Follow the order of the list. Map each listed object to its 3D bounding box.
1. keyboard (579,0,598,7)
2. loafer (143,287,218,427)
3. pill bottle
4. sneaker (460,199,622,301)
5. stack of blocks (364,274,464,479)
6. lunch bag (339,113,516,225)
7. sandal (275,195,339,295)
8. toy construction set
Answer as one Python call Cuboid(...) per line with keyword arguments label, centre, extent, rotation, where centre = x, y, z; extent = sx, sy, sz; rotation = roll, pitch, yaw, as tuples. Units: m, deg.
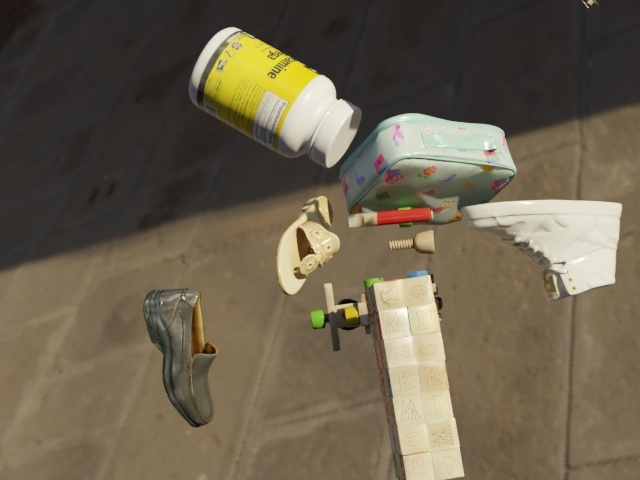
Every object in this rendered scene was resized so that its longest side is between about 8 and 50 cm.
Cuboid(label="keyboard", centre=(0.469, -0.550, 2.070), extent=(0.201, 0.317, 0.033), rotation=(-56, -2, -21))
Cuboid(label="loafer", centre=(-0.143, 0.132, 1.230), extent=(0.061, 0.170, 0.062), rotation=(-10, 23, 15))
Cuboid(label="pill bottle", centre=(-0.091, -0.291, 2.304), extent=(0.334, 0.188, 0.188), rotation=(30, 63, 12))
Cuboid(label="sneaker", centre=(0.370, 0.018, 1.835), extent=(0.292, 0.169, 0.108), rotation=(1, 0, -18))
Cuboid(label="stack of blocks", centre=(0.138, 0.210, 1.678), extent=(0.087, 0.297, 0.171), rotation=(-9, -7, -3))
Cuboid(label="lunch bag", centre=(0.192, -0.124, 1.933), extent=(0.224, 0.279, 0.108), rotation=(-50, 47, 47))
Cuboid(label="sandal", centre=(-0.003, -0.005, 1.862), extent=(0.079, 0.088, 0.240), rotation=(-14, 30, 27))
Cuboid(label="toy construction set", centre=(0.088, 0.090, 1.918), extent=(0.237, 0.309, 0.257), rotation=(-4, 22, 8))
